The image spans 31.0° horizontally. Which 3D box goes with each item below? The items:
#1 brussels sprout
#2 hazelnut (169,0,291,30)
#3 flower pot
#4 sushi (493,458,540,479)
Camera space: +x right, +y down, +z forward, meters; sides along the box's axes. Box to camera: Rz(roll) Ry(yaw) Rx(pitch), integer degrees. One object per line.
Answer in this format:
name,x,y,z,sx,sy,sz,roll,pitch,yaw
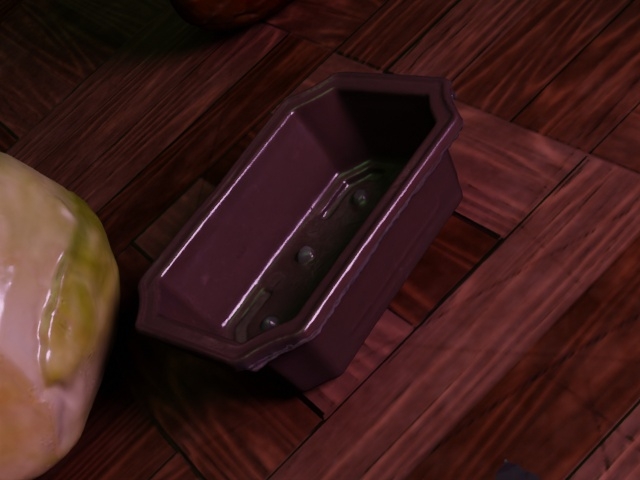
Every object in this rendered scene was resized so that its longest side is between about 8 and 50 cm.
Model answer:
brussels sprout,-0.285,0.052,0.870,0.259,0.227,0.294,-49,43,9
hazelnut,-0.082,-0.319,1.133,0.229,0.229,0.229,-23,38,20
flower pot,0.000,0.000,0.797,0.179,0.084,0.251,12,57,47
sushi,0.104,0.240,0.480,0.219,0.047,0.231,24,72,46
